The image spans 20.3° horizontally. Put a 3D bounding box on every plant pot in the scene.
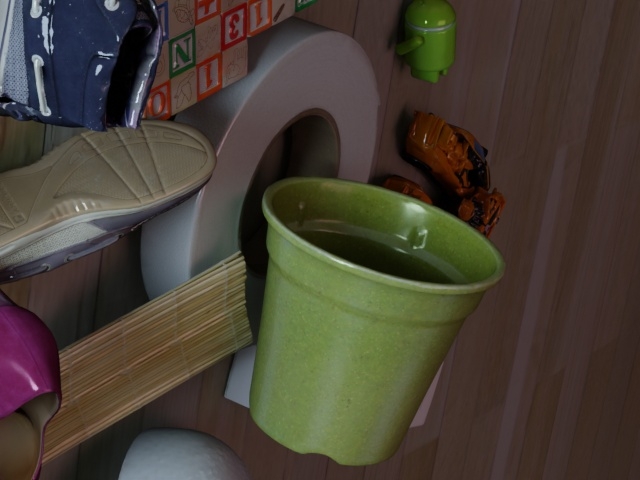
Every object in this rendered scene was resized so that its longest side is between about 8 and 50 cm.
[{"bbox_3d":[0.037,0.099,1.987,0.276,0.276,0.254,-16,128,-55],"label":"plant pot"}]

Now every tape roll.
[{"bbox_3d":[-0.061,-0.065,2.050,0.392,0.072,0.392,-42,144,-40],"label":"tape roll"}]

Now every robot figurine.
[{"bbox_3d":[0.171,-0.055,2.451,0.211,0.085,0.291,-64,150,-8],"label":"robot figurine"},{"bbox_3d":[0.141,-0.262,2.290,0.101,0.067,0.115,-39,139,-43],"label":"robot figurine"}]

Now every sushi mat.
[{"bbox_3d":[-0.205,0.132,1.903,0.316,0.019,0.151,-29,144,-24],"label":"sushi mat"}]

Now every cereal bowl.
[{"bbox_3d":[-0.127,0.380,2.030,0.339,0.141,0.339,-4,90,-79],"label":"cereal bowl"}]

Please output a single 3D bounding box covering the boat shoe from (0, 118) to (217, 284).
[{"bbox_3d":[-0.236,-0.032,1.727,0.285,0.103,0.092,-24,152,-20],"label":"boat shoe"}]

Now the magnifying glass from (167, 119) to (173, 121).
[{"bbox_3d":[-0.217,-0.056,1.868,0.231,0.026,0.092,-37,138,-42],"label":"magnifying glass"}]

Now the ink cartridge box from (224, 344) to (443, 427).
[{"bbox_3d":[0.021,0.174,2.255,0.237,0.172,0.100,-1,109,-59],"label":"ink cartridge box"}]

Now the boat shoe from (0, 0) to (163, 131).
[{"bbox_3d":[-0.204,-0.260,1.627,0.127,0.158,0.341,-16,121,-55],"label":"boat shoe"}]

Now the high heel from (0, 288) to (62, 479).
[{"bbox_3d":[-0.301,0.203,1.691,0.127,0.181,0.377,-24,139,-22],"label":"high heel"}]

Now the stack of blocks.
[{"bbox_3d":[-0.122,-0.251,1.841,0.297,0.087,0.171,-35,136,-45],"label":"stack of blocks"}]
